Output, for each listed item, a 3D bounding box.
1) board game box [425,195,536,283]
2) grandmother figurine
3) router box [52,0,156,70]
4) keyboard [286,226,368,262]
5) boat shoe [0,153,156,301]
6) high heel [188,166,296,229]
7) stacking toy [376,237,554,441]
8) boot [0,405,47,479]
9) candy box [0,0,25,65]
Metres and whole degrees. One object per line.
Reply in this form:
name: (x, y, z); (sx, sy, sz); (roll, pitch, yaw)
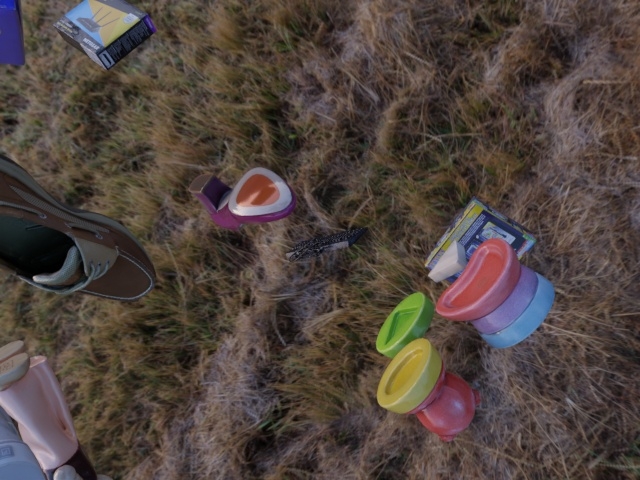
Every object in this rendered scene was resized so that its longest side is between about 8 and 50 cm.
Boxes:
board game box: (0.316, 0.019, 0.996); (0.141, 0.048, 0.170); (33, 119, -1)
grandmother figurine: (-0.400, 0.326, 0.768); (0.104, 0.208, 0.342); (-28, 113, -21)
router box: (-0.440, -0.433, 1.012); (0.179, 0.046, 0.133); (36, 73, 27)
keyboard: (0.000, 0.000, 1.029); (0.192, 0.100, 0.038); (-14, 111, 44)
boat shoe: (-0.343, 0.017, 0.644); (0.122, 0.324, 0.120); (-41, 53, 4)
high heel: (-0.142, -0.069, 1.128); (0.377, 0.181, 0.127); (19, 69, 49)
stacking toy: (0.229, 0.149, 0.818); (0.130, 0.279, 0.309); (38, 97, -6)
boot: (-0.331, 0.282, 0.530); (0.123, 0.095, 0.258); (31, 125, 41)
candy box: (-0.479, -0.285, 0.535); (0.317, 0.268, 0.122); (14, 105, 59)
